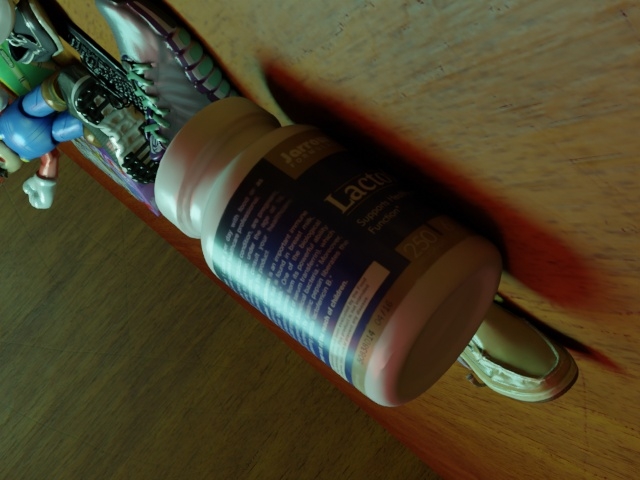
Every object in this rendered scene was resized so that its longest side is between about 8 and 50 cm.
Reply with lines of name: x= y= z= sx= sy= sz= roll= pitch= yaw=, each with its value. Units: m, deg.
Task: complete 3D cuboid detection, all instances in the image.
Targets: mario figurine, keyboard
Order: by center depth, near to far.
keyboard: x=-0.260 y=-0.196 z=1.348 sx=0.192 sy=0.038 sz=0.100 roll=42 pitch=171 yaw=-8
mario figurine: x=-0.458 y=-0.141 z=1.618 sx=0.320 sy=0.170 sz=0.198 roll=-18 pitch=97 yaw=38

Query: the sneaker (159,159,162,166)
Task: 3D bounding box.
sneaker: x=-0.141 y=-0.070 z=1.400 sx=0.075 sy=0.063 sz=0.170 roll=33 pitch=174 yaw=39

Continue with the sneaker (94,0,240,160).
sneaker: x=-0.139 y=-0.130 z=0.971 sx=0.223 sy=0.098 sz=0.083 roll=46 pitch=169 yaw=-36

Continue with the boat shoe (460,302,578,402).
boat shoe: x=0.151 y=0.083 z=0.952 sx=0.072 sy=0.068 sz=0.190 roll=58 pitch=164 yaw=-26

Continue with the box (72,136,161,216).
box: x=-0.376 y=-0.159 z=1.933 sx=0.201 sy=0.057 sz=0.293 roll=39 pitch=171 yaw=10

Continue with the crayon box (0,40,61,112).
crayon box: x=-0.530 y=-0.320 z=1.700 sx=0.278 sy=0.081 sz=0.165 roll=46 pitch=169 yaw=-34

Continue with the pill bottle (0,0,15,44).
pill bottle: x=-0.426 y=-0.298 z=1.284 sx=0.094 sy=0.094 sz=0.169 roll=47 pitch=-175 yaw=-39

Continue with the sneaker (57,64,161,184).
sneaker: x=-0.294 y=-0.170 z=1.504 sx=0.106 sy=0.078 sz=0.234 roll=39 pitch=170 yaw=36

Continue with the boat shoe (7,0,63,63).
boat shoe: x=-0.368 y=-0.257 z=1.342 sx=0.075 sy=0.065 sz=0.206 roll=63 pitch=169 yaw=-6

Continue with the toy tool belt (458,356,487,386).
toy tool belt: x=0.157 y=0.108 z=1.115 sx=0.083 sy=0.052 sz=0.051 roll=46 pitch=-159 yaw=-15

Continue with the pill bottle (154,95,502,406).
pill bottle: x=0.000 y=0.000 z=0.861 sx=0.265 sy=0.153 sz=0.153 roll=35 pitch=170 yaw=24
